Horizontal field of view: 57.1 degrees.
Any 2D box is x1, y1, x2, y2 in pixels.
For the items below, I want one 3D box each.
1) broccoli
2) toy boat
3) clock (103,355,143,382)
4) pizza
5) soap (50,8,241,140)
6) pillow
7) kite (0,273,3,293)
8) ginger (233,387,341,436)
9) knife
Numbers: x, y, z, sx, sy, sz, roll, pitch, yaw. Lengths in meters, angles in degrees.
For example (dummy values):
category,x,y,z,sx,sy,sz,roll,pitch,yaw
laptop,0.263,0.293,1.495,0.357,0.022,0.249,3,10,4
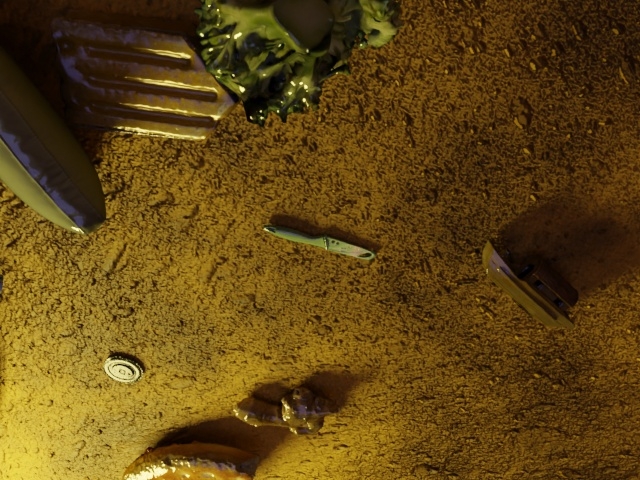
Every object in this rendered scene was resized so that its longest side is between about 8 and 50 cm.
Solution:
category,x,y,z,sx,sy,sz,roll,pitch,yaw
broccoli,-0.029,-0.254,0.729,0.263,0.243,0.246,13,104,-13
toy boat,0.371,0.073,1.032,0.226,0.068,0.088,40,111,-17
clock,-0.411,0.271,1.226,0.083,0.010,0.074,21,121,-10
pizza,-0.286,0.542,1.352,0.336,0.086,0.226,-13,126,13
soap,-0.239,-0.234,0.851,0.258,0.080,0.160,7,126,-1
pillow,-0.432,-0.161,0.832,0.120,0.255,0.322,-38,119,-16
kite,-0.697,0.172,1.106,0.170,0.015,0.309,12,99,-3
ginger,-0.073,0.354,1.239,0.214,0.059,0.133,14,130,-4
knife,0.000,0.000,1.031,0.207,0.014,0.030,16,122,-9
